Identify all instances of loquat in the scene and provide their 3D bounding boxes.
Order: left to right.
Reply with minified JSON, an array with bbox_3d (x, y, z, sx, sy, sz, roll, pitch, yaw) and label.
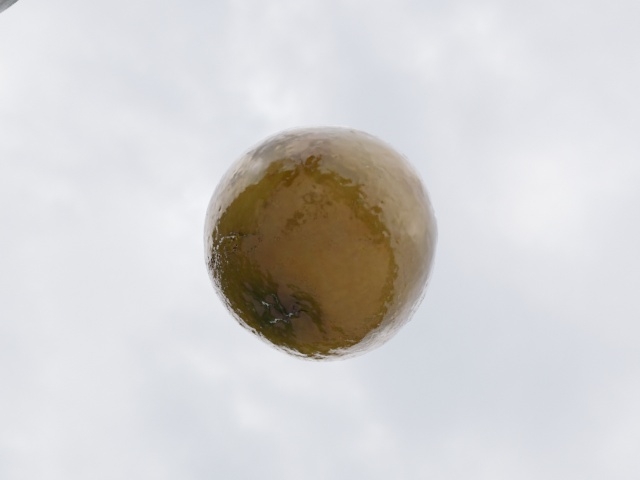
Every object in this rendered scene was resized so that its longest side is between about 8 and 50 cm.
[{"bbox_3d":[0.000,0.000,1.616,0.263,0.263,0.263,12,-58,20],"label":"loquat"}]

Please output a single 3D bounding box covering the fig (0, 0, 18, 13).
[{"bbox_3d":[-0.176,-0.160,0.733,0.109,0.154,0.103,60,-13,13],"label":"fig"}]
